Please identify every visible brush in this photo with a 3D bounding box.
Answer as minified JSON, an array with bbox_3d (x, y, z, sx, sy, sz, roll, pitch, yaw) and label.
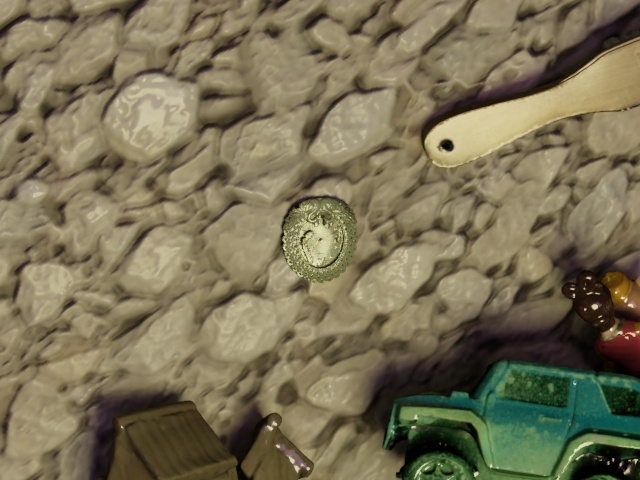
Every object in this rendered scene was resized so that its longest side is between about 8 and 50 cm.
[{"bbox_3d":[0.249,-0.149,1.722,0.327,0.065,0.070,-21,113,-1],"label":"brush"}]

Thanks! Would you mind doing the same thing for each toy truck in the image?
[{"bbox_3d":[0.200,0.195,1.684,0.279,0.155,0.156,8,83,9],"label":"toy truck"}]

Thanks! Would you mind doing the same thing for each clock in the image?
[{"bbox_3d":[0.000,0.000,1.702,0.074,0.010,0.083,-4,104,-15],"label":"clock"}]

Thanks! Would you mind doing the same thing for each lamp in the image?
[{"bbox_3d":[0.320,0.107,1.768,0.118,0.118,0.253,-42,106,-4],"label":"lamp"}]

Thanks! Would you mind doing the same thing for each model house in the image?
[{"bbox_3d":[-0.112,0.241,1.671,0.229,0.122,0.188,-4,90,-29],"label":"model house"}]
